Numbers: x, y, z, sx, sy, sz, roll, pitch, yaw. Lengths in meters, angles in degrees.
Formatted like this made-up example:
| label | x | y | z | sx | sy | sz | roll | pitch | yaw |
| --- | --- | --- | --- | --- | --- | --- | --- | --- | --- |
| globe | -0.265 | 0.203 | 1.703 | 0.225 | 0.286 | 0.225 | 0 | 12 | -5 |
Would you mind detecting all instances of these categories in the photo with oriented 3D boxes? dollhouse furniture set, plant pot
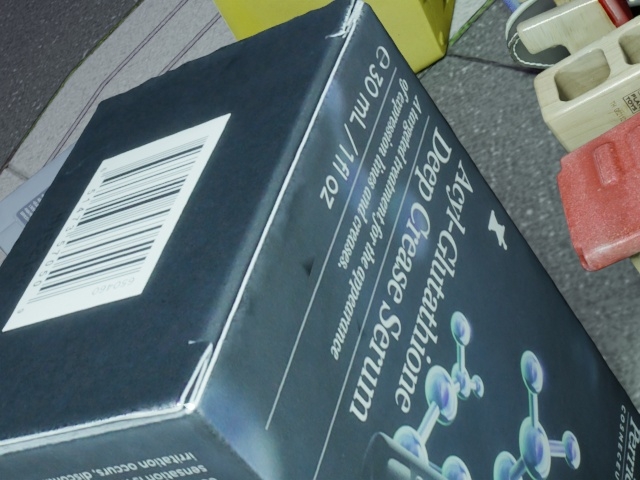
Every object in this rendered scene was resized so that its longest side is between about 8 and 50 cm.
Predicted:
| label | x | y | z | sx | sy | sz | roll | pitch | yaw |
| --- | --- | --- | --- | --- | --- | --- | --- | --- | --- |
| dollhouse furniture set | 0.264 | -0.068 | 0.860 | 0.152 | 0.201 | 0.374 | -29 | 33 | 21 |
| plant pot | 0.030 | -0.274 | 1.280 | 0.187 | 0.212 | 0.212 | -7 | 50 | 25 |

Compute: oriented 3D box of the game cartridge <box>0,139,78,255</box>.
| label | x | y | z | sx | sy | sz | roll | pitch | yaw |
| --- | --- | --- | --- | --- | --- | --- | --- | --- | --- |
| game cartridge | -0.238 | -0.015 | 1.327 | 0.196 | 0.060 | 0.294 | -43 | 40 | -8 |

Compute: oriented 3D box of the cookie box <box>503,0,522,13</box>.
| label | x | y | z | sx | sy | sz | roll | pitch | yaw |
| --- | --- | --- | --- | --- | --- | --- | --- | --- | --- |
| cookie box | 0.220 | -0.239 | 1.145 | 0.107 | 0.092 | 0.040 | 11 | 67 | 48 |

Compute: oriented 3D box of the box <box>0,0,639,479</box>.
| label | x | y | z | sx | sy | sz | roll | pitch | yaw |
| --- | --- | --- | --- | --- | --- | --- | --- | --- | --- |
| box | 0.008 | 0.121 | 0.715 | 0.212 | 0.395 | 0.293 | -16 | 37 | 33 |

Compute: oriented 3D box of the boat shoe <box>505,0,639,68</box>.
| label | x | y | z | sx | sy | sz | roll | pitch | yaw |
| --- | --- | --- | --- | --- | --- | --- | --- | --- | --- |
| boat shoe | 0.262 | -0.190 | 1.065 | 0.228 | 0.081 | 0.068 | -13 | 43 | 33 |
